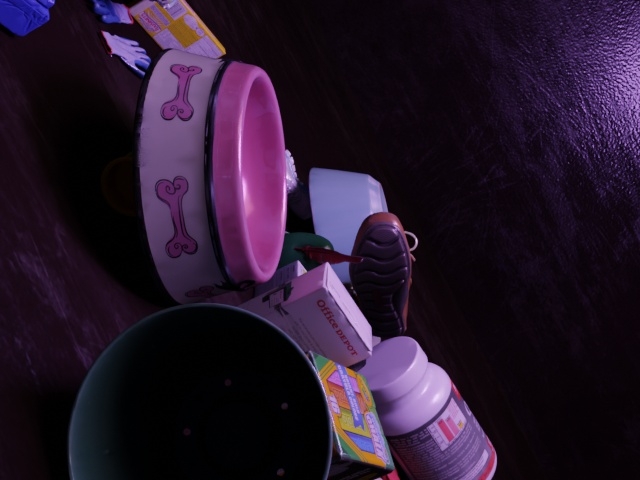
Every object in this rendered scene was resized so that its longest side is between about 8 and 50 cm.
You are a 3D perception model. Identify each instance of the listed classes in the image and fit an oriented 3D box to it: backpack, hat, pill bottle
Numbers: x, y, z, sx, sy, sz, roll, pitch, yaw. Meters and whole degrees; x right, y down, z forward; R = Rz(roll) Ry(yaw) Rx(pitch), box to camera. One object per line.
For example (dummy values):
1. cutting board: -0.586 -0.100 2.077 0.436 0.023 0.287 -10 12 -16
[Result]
1. backpack: -0.448 -0.381 1.287 0.120 0.101 0.098 68 10 27
2. hat: 0.000 0.000 1.818 0.208 0.183 0.173 46 32 9
3. pill bottle: 0.231 0.407 1.963 0.363 0.210 0.210 57 17 -22

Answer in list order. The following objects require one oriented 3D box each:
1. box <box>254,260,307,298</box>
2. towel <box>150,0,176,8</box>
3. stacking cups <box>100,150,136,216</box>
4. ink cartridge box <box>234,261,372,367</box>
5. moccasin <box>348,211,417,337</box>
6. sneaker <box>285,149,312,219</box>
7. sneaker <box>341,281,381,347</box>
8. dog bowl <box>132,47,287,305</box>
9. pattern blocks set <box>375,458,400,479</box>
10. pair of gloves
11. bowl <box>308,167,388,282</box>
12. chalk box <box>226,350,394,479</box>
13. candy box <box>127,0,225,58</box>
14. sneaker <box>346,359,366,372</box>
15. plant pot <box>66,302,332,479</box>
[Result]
1. box: -0.035 0.159 1.716 0.203 0.103 0.114 54 19 -30
2. towel: -0.376 -0.610 1.689 0.320 0.090 0.374 33 26 -16
3. stacking cups: -0.268 -0.131 1.462 0.096 0.096 0.316 60 16 -13
4. ink cartridge box: -0.041 0.159 1.488 0.160 0.219 0.092 57 18 -22
5. moccasin: 0.141 0.060 1.870 0.380 0.139 0.147 71 19 -52
6. sneaker: -0.082 -0.130 2.115 0.190 0.071 0.083 60 30 -2
7. sneaker: 0.087 0.186 2.050 0.271 0.108 0.100 47 21 -48
8. dog bowl: -0.156 -0.101 1.378 0.408 0.150 0.408 -1 90 -82
9. pattern blocks set: 0.139 0.568 1.760 0.285 0.026 0.325 41 27 -52
10. pair of gloves: -0.383 -0.401 1.657 0.198 0.023 0.159 65 16 9
11. bowl: 0.084 -0.044 2.151 0.311 0.163 0.311 -11 90 -82
12. chalk box: -0.006 0.318 1.428 0.289 0.180 0.179 37 30 -59
13. candy box: -0.300 -0.442 1.827 0.206 0.105 0.027 48 23 -43
14. sneaker: 0.026 0.187 1.855 0.234 0.106 0.078 63 15 0
15. plant pot: -0.118 0.235 1.045 0.235 0.293 0.293 59 8 -76
